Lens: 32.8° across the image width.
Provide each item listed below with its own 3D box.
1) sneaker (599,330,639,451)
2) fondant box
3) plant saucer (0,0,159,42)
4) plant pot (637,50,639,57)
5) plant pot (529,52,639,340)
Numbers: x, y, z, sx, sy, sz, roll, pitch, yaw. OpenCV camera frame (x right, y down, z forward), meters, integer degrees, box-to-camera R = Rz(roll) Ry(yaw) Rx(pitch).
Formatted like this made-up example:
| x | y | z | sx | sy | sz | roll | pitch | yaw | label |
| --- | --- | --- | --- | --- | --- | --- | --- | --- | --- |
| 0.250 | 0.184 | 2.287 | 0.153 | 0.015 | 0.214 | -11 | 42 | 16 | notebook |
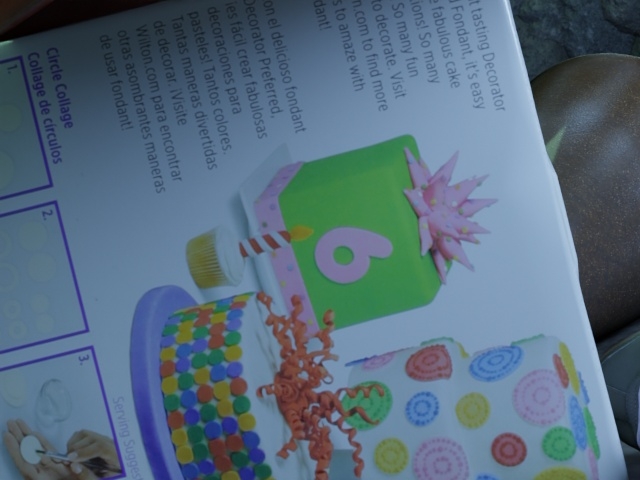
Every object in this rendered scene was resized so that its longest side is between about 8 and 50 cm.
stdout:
| x | y | z | sx | sy | sz | roll | pitch | yaw | label |
| --- | --- | --- | --- | --- | --- | --- | --- | --- | --- |
| 0.154 | 0.066 | 0.414 | 0.086 | 0.064 | 0.192 | -9 | 2 | -29 | sneaker |
| -0.065 | 0.032 | 0.450 | 0.330 | 0.238 | 0.096 | -14 | 0 | 3 | fondant box |
| 0.020 | -0.136 | 0.433 | 0.259 | 0.047 | 0.258 | -13 | 1 | -41 | plant saucer |
| 0.384 | -0.088 | 0.968 | 0.195 | 0.290 | 0.290 | -50 | 3 | -1 | plant pot |
| 0.188 | -0.008 | 0.841 | 0.215 | 0.215 | 0.230 | -13 | 16 | 41 | plant pot |
